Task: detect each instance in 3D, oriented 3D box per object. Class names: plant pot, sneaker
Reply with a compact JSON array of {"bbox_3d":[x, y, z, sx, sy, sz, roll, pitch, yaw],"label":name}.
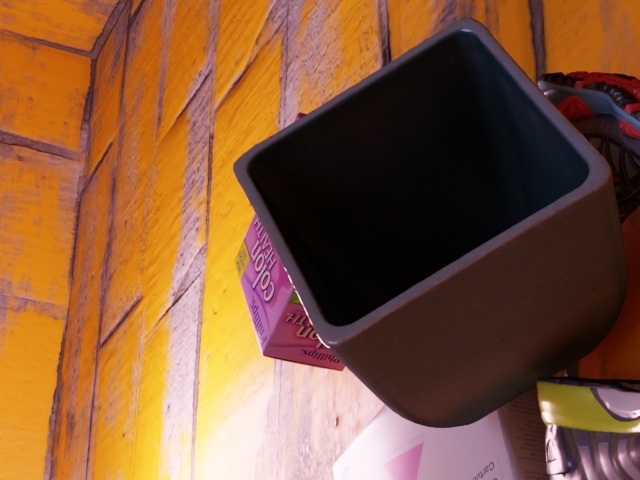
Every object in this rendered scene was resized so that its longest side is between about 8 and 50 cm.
[{"bbox_3d":[0.114,0.017,1.059,0.247,0.252,0.248,-31,44,1],"label":"plant pot"},{"bbox_3d":[0.269,-0.067,1.035,0.262,0.104,0.125,-133,42,-68],"label":"sneaker"},{"bbox_3d":[0.261,0.169,0.907,0.300,0.111,0.121,175,96,-72],"label":"sneaker"}]

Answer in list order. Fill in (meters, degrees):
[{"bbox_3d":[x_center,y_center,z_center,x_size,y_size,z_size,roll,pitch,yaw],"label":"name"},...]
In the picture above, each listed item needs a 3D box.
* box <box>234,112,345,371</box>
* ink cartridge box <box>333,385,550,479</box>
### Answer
[{"bbox_3d":[0.000,0.000,1.564,0.214,0.117,0.243,-112,40,-54],"label":"box"},{"bbox_3d":[0.120,0.282,1.198,0.324,0.071,0.330,-56,29,40],"label":"ink cartridge box"}]
